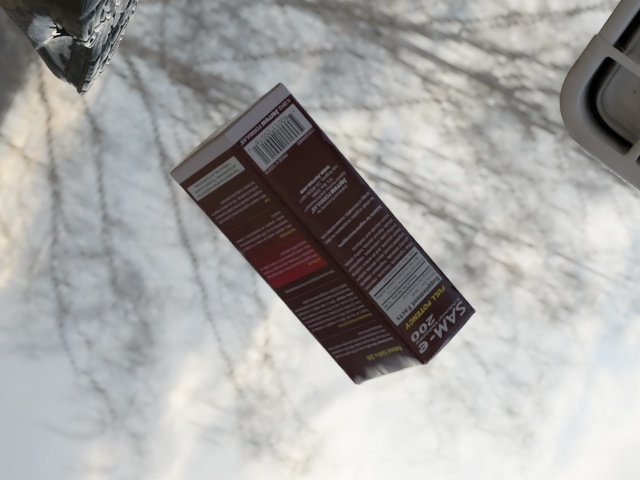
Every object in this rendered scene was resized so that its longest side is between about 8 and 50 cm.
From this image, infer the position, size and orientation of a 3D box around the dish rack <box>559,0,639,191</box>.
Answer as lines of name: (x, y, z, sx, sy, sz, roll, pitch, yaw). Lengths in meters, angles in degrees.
dish rack: (0.395, -0.155, 1.346, 0.332, 0.285, 0.072, -57, 171, 29)

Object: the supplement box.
supplement box: (0.000, 0.000, 1.293, 0.073, 0.239, 0.130, -44, -172, -26)

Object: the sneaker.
sneaker: (-0.249, -0.229, 1.533, 0.109, 0.130, 0.286, -63, -179, -15)
